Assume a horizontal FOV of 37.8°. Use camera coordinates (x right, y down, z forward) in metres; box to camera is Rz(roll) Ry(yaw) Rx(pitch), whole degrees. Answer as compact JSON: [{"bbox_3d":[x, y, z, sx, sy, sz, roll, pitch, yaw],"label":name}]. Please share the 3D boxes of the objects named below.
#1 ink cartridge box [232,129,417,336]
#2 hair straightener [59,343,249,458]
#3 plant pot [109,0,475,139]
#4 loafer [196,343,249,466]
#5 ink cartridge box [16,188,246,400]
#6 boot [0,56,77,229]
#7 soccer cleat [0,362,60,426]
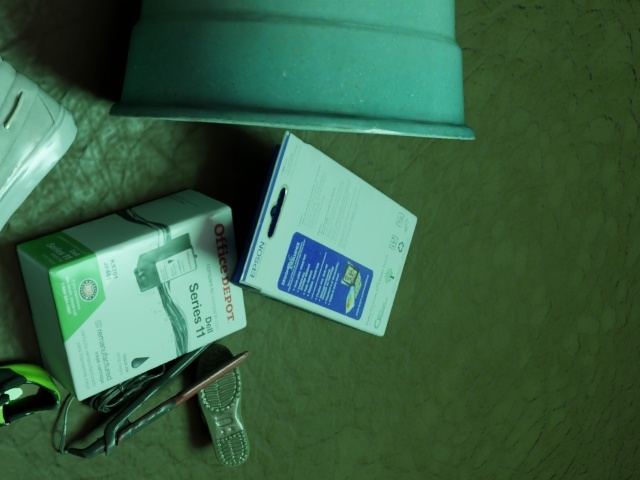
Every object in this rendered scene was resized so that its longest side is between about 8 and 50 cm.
[{"bbox_3d":[0.000,0.000,1.063,0.333,0.065,0.165,29,76,-58],"label":"ink cartridge box"},{"bbox_3d":[-0.196,0.159,1.043,0.230,0.047,0.089,-34,88,-15],"label":"hair straightener"},{"bbox_3d":[-0.018,-0.269,0.868,0.341,0.341,0.333,-3,99,-39],"label":"plant pot"},{"bbox_3d":[-0.120,0.194,1.112,0.056,0.050,0.147,-8,96,-18],"label":"loafer"},{"bbox_3d":[-0.189,0.050,0.976,0.208,0.087,0.153,-23,119,-33],"label":"ink cartridge box"},{"bbox_3d":[-0.339,-0.049,0.827,0.123,0.095,0.258,45,67,-34],"label":"boot"},{"bbox_3d":[-0.340,0.157,0.899,0.179,0.072,0.060,-10,111,-36],"label":"soccer cleat"}]
